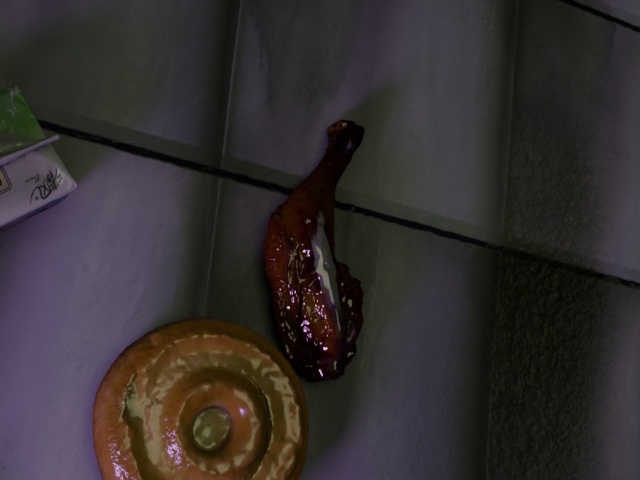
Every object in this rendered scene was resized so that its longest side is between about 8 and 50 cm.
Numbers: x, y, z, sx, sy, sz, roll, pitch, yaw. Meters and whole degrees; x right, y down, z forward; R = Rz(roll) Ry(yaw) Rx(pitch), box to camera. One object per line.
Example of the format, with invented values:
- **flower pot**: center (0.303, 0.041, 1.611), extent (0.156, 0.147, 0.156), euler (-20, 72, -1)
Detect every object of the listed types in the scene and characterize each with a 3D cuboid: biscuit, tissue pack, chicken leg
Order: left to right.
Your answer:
- **tissue pack**: center (-0.432, -0.079, 1.256), extent (0.229, 0.145, 0.159), euler (-31, 92, -30)
- **biscuit**: center (-0.147, 0.243, 1.353), extent (0.296, 0.102, 0.296), euler (8, 74, -28)
- **chicken leg**: center (0.000, 0.000, 1.496), extent (0.158, 0.096, 0.407), euler (14, 69, -28)
